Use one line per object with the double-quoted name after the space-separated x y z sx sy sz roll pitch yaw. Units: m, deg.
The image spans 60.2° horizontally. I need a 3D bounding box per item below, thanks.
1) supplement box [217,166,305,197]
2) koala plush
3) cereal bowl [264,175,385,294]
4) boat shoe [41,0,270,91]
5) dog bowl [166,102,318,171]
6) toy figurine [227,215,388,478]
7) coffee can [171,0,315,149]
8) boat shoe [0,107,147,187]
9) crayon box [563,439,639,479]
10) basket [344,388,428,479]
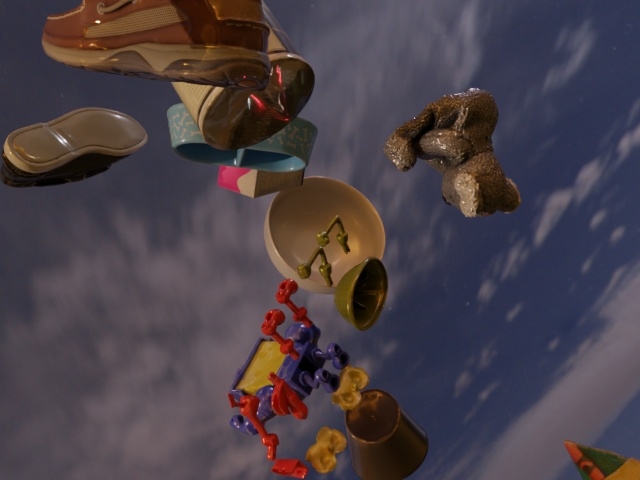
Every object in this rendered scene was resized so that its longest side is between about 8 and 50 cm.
-0.136 -0.184 1.349 0.220 0.111 0.114 -27 -48 -58 "supplement box"
0.270 -0.140 1.018 0.196 0.221 0.203 0 -30 -44 "koala plush"
0.000 0.000 1.517 0.339 0.339 0.141 -18 -21 -29 "cereal bowl"
-0.180 -0.233 0.594 0.123 0.324 0.116 -15 -65 -58 "boat shoe"
-0.153 -0.196 1.088 0.297 0.166 0.074 5 -100 -13 "dog bowl"
-0.060 0.156 0.823 0.191 0.217 0.363 47 -133 -23 "toy figurine"
-0.164 -0.314 0.887 0.201 0.275 0.201 -30 -16 -9 "coffee can"
-0.496 -0.178 1.124 0.113 0.127 0.340 -41 5 31 "boat shoe"
0.209 0.213 0.196 0.081 0.202 0.318 -29 0 -13 "crayon box"
0.143 0.459 1.308 0.204 0.154 0.227 -25 -43 -1 "basket"
